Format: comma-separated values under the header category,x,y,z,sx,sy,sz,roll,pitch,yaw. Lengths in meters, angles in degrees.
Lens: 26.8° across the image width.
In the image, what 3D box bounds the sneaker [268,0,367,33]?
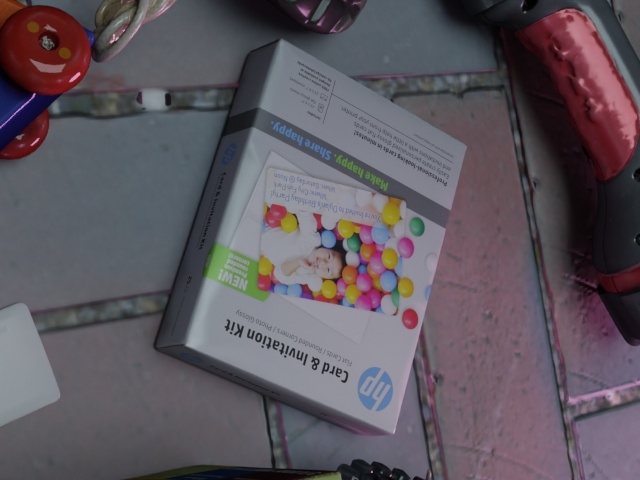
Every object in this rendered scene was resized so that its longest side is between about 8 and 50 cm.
category,x,y,z,sx,sy,sz,roll,pitch,yaw
sneaker,-0.060,-0.206,0.722,0.267,0.106,0.101,40,72,-48

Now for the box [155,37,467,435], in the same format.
category,x,y,z,sx,sy,sz,roll,pitch,yaw
box,0.000,0.000,0.768,0.145,0.038,0.186,27,70,-28

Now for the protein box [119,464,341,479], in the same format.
category,x,y,z,sx,sy,sz,roll,pitch,yaw
protein box,-0.096,0.218,0.610,0.200,0.136,0.201,-4,86,-34

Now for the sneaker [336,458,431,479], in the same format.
category,x,y,z,sx,sy,sz,roll,pitch,yaw
sneaker,0.099,0.217,0.771,0.299,0.121,0.112,25,99,-30

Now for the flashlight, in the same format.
category,x,y,z,sx,sy,sz,roll,pitch,yaw
flashlight,0.173,-0.079,0.867,0.304,0.103,0.103,58,20,-9

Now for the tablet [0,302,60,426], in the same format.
category,x,y,z,sx,sy,sz,roll,pitch,yaw
tablet,-0.172,0.069,0.659,0.083,0.006,0.054,-23,96,-34

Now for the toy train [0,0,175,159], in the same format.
category,x,y,z,sx,sy,sz,roll,pitch,yaw
toy train,-0.175,-0.110,0.636,0.143,0.105,0.248,44,61,-6
